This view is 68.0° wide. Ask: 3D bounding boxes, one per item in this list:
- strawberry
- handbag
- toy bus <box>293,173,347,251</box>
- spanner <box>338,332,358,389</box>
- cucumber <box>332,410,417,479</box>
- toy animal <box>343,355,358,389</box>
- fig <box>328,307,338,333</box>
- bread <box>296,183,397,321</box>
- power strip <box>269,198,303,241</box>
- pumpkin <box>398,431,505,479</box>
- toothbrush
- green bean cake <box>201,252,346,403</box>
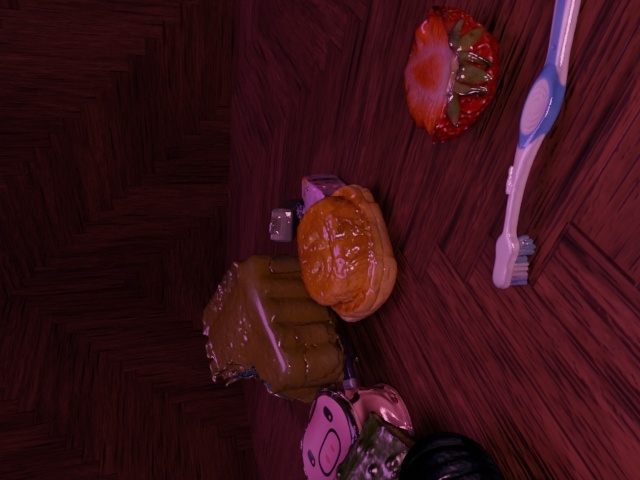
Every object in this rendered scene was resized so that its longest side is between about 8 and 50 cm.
[{"bbox_3d":[0.147,-0.189,0.554,0.187,0.082,0.147,-119,36,-66],"label":"strawberry"},{"bbox_3d":[0.059,0.346,0.815,0.179,0.116,0.205,47,126,54],"label":"handbag"},{"bbox_3d":[0.001,0.000,1.035,0.112,0.090,0.274,-134,42,-54],"label":"toy bus"},{"bbox_3d":[0.067,0.336,0.936,0.087,0.024,0.316,-45,50,43],"label":"spanner"},{"bbox_3d":[0.060,0.372,0.663,0.244,0.134,0.134,-52,19,-4],"label":"cucumber"},{"bbox_3d":[0.052,0.367,1.004,0.079,0.070,0.253,0,79,38],"label":"toy animal"},{"bbox_3d":[0.000,0.233,1.071,0.093,0.093,0.166,149,119,-70],"label":"fig"},{"bbox_3d":[0.044,0.021,0.839,0.198,0.120,0.236,-47,51,54],"label":"bread"},{"bbox_3d":[-0.073,-0.053,1.160,0.272,0.052,0.078,-59,-28,-78],"label":"power strip"},{"bbox_3d":[0.155,0.305,0.500,0.194,0.150,0.194,-178,90,-82],"label":"pumpkin"},{"bbox_3d":[0.205,-0.134,0.441,0.040,0.040,0.386,-136,46,-65],"label":"toothbrush"},{"bbox_3d":[-0.090,0.205,0.964,0.310,0.202,0.285,-46,55,41],"label":"green bean cake"}]
